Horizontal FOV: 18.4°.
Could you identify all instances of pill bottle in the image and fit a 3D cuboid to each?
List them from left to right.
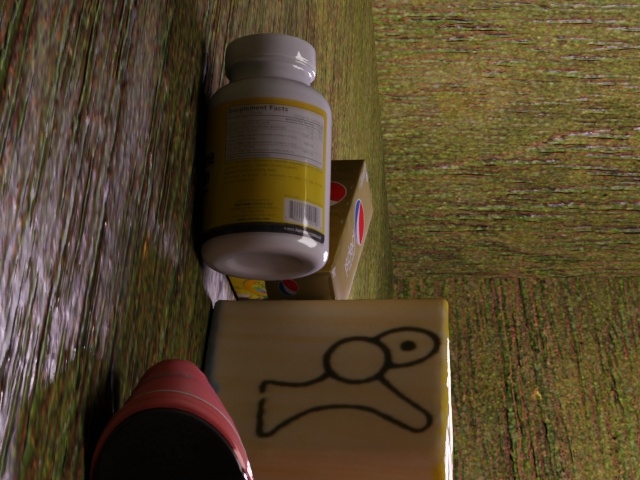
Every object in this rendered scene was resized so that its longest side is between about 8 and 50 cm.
[{"bbox_3d":[-0.043,-0.067,1.588,0.103,0.103,0.184,74,17,-71],"label":"pill bottle"}]

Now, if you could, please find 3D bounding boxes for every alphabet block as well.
[{"bbox_3d":[0.009,0.174,1.621,0.192,0.197,0.193,-84,172,-47],"label":"alphabet block"}]

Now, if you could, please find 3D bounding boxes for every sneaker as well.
[{"bbox_3d":[-0.064,0.216,1.234,0.136,0.116,0.314,-90,173,-69],"label":"sneaker"}]

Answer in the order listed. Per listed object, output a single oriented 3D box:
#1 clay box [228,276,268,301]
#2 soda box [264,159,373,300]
[{"bbox_3d":[-0.047,-0.002,1.808,0.222,0.053,0.127,76,16,-71],"label":"clay box"},{"bbox_3d":[0.000,0.000,1.719,0.181,0.061,0.058,-73,158,-54],"label":"soda box"}]
